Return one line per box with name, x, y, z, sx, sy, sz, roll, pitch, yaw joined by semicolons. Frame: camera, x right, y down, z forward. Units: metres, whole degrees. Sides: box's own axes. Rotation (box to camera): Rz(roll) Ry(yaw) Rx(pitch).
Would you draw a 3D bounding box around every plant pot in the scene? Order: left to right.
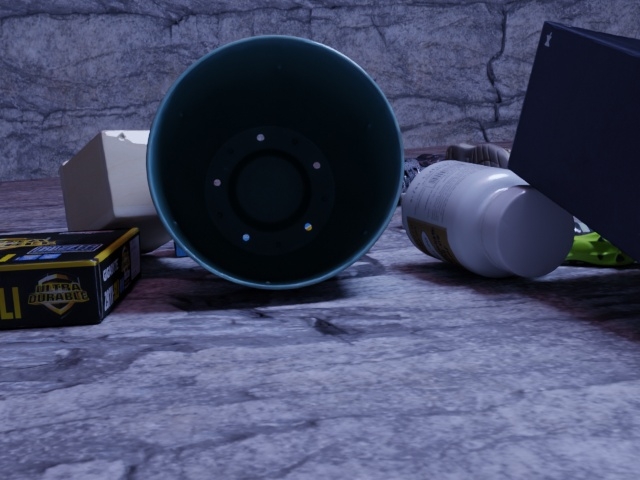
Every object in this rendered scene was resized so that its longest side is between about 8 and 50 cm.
plant pot;-0.060;-0.079;1.295;0.293;0.293;0.235;-4;-5;-6

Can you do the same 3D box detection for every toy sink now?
toy sink;-0.274;-0.066;1.481;0.152;0.131;0.234;-4;-13;-33

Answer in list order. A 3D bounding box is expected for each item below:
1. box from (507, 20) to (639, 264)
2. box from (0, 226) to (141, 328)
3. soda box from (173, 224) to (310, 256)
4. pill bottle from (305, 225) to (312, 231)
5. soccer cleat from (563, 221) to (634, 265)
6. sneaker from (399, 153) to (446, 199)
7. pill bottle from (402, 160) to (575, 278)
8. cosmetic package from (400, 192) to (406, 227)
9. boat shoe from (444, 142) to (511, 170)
box;0.411;-0.089;1.067;0.312;0.179;0.343;7;18;-16
box;-0.395;0.045;1.251;0.322;0.079;0.257;-3;10;1
soda box;-0.119;-0.023;1.588;0.210;0.071;0.067;-5;8;-10
pill bottle;0.000;0.000;1.481;0.043;0.043;0.083;-8;10;-26
soccer cleat;0.321;0.003;1.318;0.179;0.060;0.072;10;5;34
sneaker;0.169;-0.121;2.000;0.153;0.101;0.268;-5;6;11
pill bottle;0.201;-0.024;1.266;0.131;0.131;0.229;-7;11;-19
cosmetic package;0.185;-0.055;1.715;0.115;0.060;0.041;-10;10;-43
boat shoe;0.322;-0.114;1.857;0.116;0.123;0.324;5;14;-14
